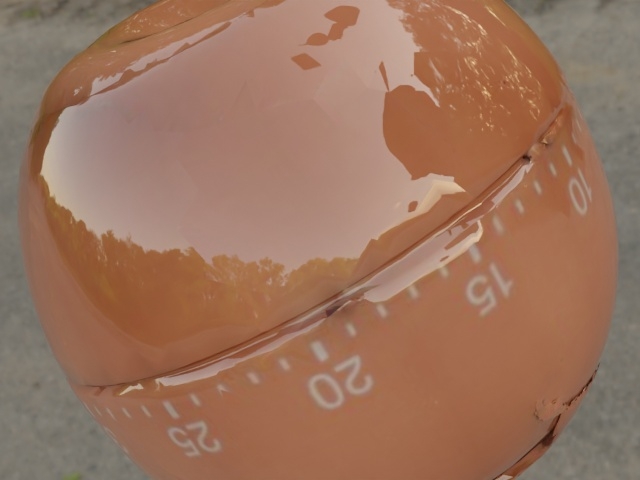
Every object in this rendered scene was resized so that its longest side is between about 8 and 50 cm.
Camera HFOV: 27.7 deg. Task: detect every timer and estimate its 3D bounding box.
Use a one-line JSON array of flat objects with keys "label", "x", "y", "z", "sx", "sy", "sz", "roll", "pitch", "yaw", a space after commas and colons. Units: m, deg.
[{"label": "timer", "x": 0.000, "y": 0.000, "z": 0.517, "sx": 0.229, "sy": 0.215, "sz": 0.230, "roll": -22, "pitch": 19, "yaw": 8}]
